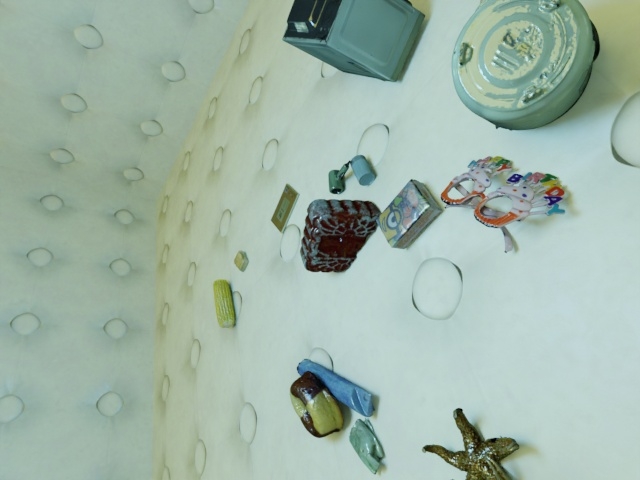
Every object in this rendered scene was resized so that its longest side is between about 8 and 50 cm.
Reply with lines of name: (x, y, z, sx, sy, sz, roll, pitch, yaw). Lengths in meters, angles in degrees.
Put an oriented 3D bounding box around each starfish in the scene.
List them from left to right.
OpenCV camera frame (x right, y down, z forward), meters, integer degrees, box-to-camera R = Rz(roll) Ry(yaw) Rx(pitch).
starfish: (0.286, 0.395, 0.745, 0.190, 0.074, 0.146, -53, 42, 31)

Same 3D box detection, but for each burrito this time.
burrito: (0.115, 0.507, 0.987, 0.074, 0.044, 0.118, -62, 33, 15)

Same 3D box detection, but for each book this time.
book: (-0.142, -0.128, 1.584, 0.118, 0.012, 0.172, 48, 118, 50)

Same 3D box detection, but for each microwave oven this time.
microwave oven: (0.085, -0.641, 1.188, 0.218, 0.286, 0.355, -65, 32, 16)

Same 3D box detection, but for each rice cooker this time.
rice cooker: (0.363, -0.315, 0.716, 0.226, 0.244, 0.226, 4, 98, 36)

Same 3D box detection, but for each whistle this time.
whistle: (0.037, 0.401, 1.114, 0.304, 0.062, 0.062, 6, 85, 55)

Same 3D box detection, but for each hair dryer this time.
hair dryer: (0.063, -0.210, 1.250, 0.150, 0.047, 0.071, 126, 143, -62)

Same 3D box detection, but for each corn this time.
corn: (-0.439, 0.285, 1.819, 0.081, 0.081, 0.248, -52, 41, 32)

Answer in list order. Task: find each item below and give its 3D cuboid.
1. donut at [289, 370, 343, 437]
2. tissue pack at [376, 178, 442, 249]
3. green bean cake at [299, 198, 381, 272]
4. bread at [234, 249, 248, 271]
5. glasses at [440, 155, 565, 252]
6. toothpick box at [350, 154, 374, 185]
donut: (-0.019, 0.460, 1.111, 0.184, 0.073, 0.166, 51, 145, 28)
tissue pack: (0.218, -0.064, 1.002, 0.148, 0.060, 0.109, -52, 42, 30)
green bean cake: (0.047, -0.008, 1.172, 0.097, 0.198, 0.233, -110, 29, -50)
bread: (-0.356, 0.092, 1.804, 0.083, 0.035, 0.070, 51, 122, 42)
glasses: (0.364, -0.084, 0.804, 0.162, 0.095, 0.255, -42, 39, 2)
toothpick box: (0.124, -0.209, 1.190, 0.052, 0.052, 0.083, -48, 45, 36)
